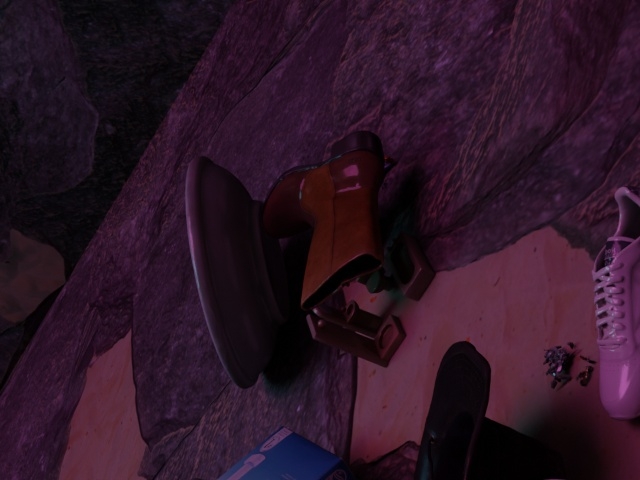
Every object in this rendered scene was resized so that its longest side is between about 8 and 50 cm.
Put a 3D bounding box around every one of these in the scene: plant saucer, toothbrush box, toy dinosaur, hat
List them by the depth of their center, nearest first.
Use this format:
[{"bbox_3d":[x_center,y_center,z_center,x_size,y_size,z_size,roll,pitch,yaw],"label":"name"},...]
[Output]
[{"bbox_3d":[0.176,0.278,1.191,0.331,0.134,0.331,-169,90,-88],"label":"hat"},{"bbox_3d":[-0.093,0.401,1.523,0.295,0.126,0.216,-37,16,-18],"label":"toothbrush box"},{"bbox_3d":[0.088,-0.119,1.896,0.082,0.047,0.090,-34,25,23],"label":"toy dinosaur"},{"bbox_3d":[-0.125,0.044,1.949,0.400,0.100,0.401,-13,-90,-83],"label":"plant saucer"}]

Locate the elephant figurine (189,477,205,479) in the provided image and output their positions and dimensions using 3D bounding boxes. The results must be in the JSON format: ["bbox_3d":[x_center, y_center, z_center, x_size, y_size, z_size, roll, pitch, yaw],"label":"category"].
[{"bbox_3d":[-0.191,0.514,1.816,0.169,0.186,0.239,23,104,25],"label":"elephant figurine"}]

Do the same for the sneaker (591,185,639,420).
[{"bbox_3d":[0.311,0.063,1.162,0.090,0.094,0.235,-11,61,61],"label":"sneaker"}]

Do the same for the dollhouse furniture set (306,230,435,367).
[{"bbox_3d":[0.065,0.066,1.661,0.151,0.123,0.144,-58,24,20],"label":"dollhouse furniture set"}]

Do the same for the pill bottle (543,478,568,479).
[{"bbox_3d":[0.195,0.363,0.996,0.160,0.160,0.283,-24,32,59],"label":"pill bottle"}]

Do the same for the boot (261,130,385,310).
[{"bbox_3d":[0.000,0.000,1.742,0.264,0.096,0.280,-29,38,29],"label":"boot"}]

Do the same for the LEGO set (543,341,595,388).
[{"bbox_3d":[0.268,0.135,1.277,0.083,0.023,0.054,-21,50,60],"label":"LEGO set"}]
